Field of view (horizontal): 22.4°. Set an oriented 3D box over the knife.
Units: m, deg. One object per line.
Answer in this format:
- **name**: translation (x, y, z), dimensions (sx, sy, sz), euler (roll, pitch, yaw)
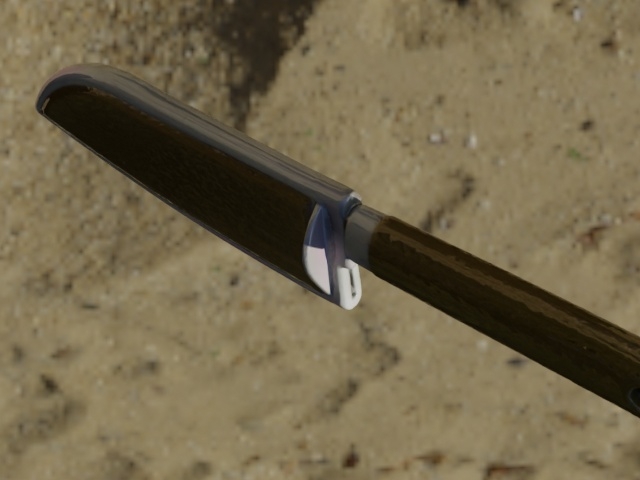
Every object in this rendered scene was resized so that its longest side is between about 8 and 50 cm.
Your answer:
- **knife**: translation (-0.001, 0.001, 0.459), dimensions (0.256, 0.022, 0.046), euler (28, 146, 32)
